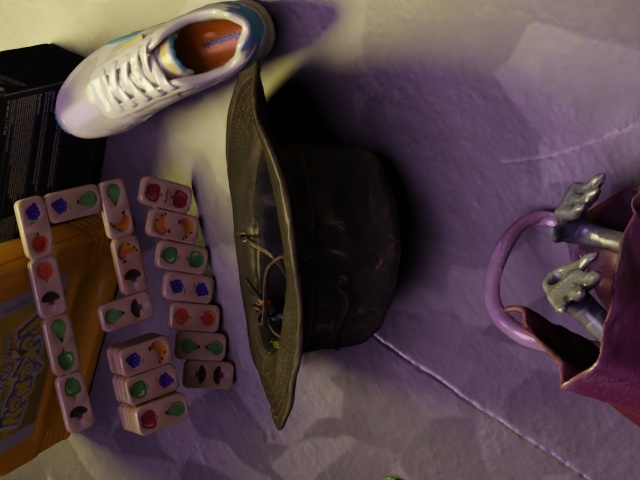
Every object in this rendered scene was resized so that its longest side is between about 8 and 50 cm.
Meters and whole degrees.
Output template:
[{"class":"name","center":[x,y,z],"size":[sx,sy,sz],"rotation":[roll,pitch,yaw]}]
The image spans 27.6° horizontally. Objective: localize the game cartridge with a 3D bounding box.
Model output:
[{"class":"game cartridge","center":[-0.328,0.131,1.312],"size":[0.053,0.324,0.285],"rotation":[29,117,22]}]

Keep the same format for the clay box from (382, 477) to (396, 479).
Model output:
[{"class":"clay box","center":[0.070,0.360,1.316],"size":[0.127,0.053,0.222],"rotation":[29,117,18]}]

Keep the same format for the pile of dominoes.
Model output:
[{"class":"pile of dominoes","center":[-0.179,0.061,1.286],"size":[0.040,0.196,0.251],"rotation":[2,106,54]}]

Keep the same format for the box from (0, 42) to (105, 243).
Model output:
[{"class":"box","center":[-0.320,-0.055,1.337],"size":[0.103,0.184,0.261],"rotation":[24,114,24]}]

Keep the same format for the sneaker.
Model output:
[{"class":"sneaker","center":[-0.157,-0.165,1.231],"size":[0.229,0.092,0.087],"rotation":[-26,95,12]}]

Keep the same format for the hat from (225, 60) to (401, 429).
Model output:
[{"class":"hat","center":[0.000,0.000,1.184],"size":[0.134,0.331,0.331],"rotation":[-5,104,-9]}]

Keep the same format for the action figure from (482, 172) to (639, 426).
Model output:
[{"class":"action figure","center":[0.312,0.131,1.038],"size":[0.370,0.248,0.276],"rotation":[38,157,-13]}]
